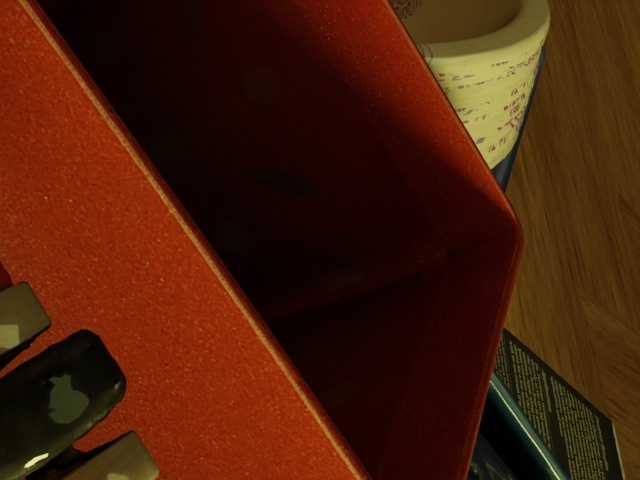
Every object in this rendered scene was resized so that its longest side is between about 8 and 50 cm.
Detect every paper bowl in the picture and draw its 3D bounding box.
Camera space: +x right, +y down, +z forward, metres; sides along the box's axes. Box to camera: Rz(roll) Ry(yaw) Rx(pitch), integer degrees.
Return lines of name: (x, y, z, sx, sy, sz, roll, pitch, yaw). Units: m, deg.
paper bowl: (-0.008, -0.115, 0.787, 0.284, 0.284, 0.148, -58, 163, -58)

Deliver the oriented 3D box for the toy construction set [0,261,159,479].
toy construction set: (-0.219, 0.093, 0.353, 0.309, 0.237, 0.257, 38, 65, -14)

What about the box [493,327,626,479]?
box: (0.099, 0.155, 0.841, 0.207, 0.153, 0.108, 40, 36, -41)

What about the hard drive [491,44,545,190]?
hard drive: (0.121, -0.019, 1.000, 0.319, 0.040, 0.210, -59, 164, -58)

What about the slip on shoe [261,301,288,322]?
slip on shoe: (0.000, 0.000, 0.847, 0.101, 0.123, 0.331, 44, 28, -5)

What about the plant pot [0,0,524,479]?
plant pot: (-0.088, -0.003, 0.552, 0.267, 0.235, 0.267, 56, 28, -17)

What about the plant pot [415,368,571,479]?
plant pot: (0.030, 0.193, 0.616, 0.236, 0.236, 0.212, 53, 23, -23)
